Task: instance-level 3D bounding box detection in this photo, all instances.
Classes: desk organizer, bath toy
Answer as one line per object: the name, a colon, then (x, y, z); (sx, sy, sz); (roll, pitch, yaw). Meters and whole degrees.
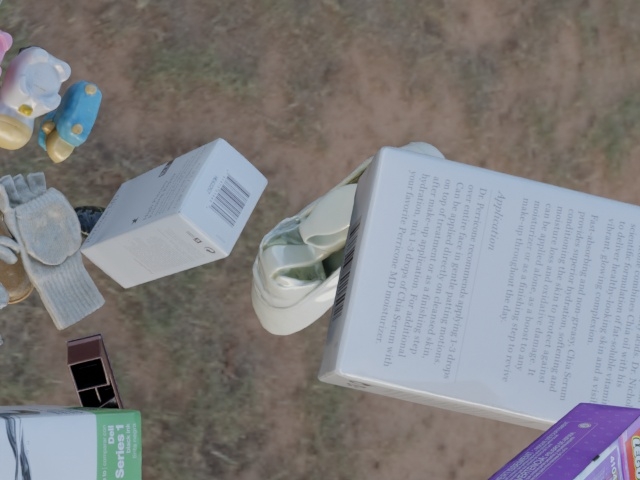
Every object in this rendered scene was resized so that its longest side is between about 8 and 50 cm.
desk organizer: (-0.281, 0.186, 1.400); (0.047, 0.050, 0.130); (-13, 121, -5)
bath toy: (-0.479, -0.236, 1.541); (0.348, 0.129, 0.151); (34, 74, -40)

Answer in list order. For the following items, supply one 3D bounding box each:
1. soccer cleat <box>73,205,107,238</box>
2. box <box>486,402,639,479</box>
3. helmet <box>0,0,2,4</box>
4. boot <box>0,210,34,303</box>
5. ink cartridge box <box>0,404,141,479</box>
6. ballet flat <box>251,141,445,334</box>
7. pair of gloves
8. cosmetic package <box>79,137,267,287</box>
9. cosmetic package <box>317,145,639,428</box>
soccer cleat: (-0.266, -0.021, 1.573); (0.179, 0.072, 0.060); (15, 53, -23)
box: (0.173, 0.283, 0.761); (0.201, 0.057, 0.293); (-20, 106, -51)
helmet: (-0.409, -0.285, 1.168); (0.161, 0.169, 0.169); (0, 87, -67)
boot: (-0.516, -0.039, 1.638); (0.112, 0.115, 0.305); (-28, 99, -12)
ink cartridge box: (-0.277, 0.181, 0.895); (0.219, 0.160, 0.093); (9, 80, -51)
ballet flat: (0.000, 0.000, 1.442); (0.139, 0.400, 0.139); (25, 45, -28)
pair of gloves: (-0.389, 0.030, 1.353); (0.240, 0.042, 0.204); (-23, 94, -38)
cosmetic package: (-0.175, -0.028, 1.304); (0.085, 0.231, 0.117); (43, 54, -25)
cosmetic package: (0.244, 0.077, 1.126); (0.453, 0.161, 0.230); (14, 79, -4)
